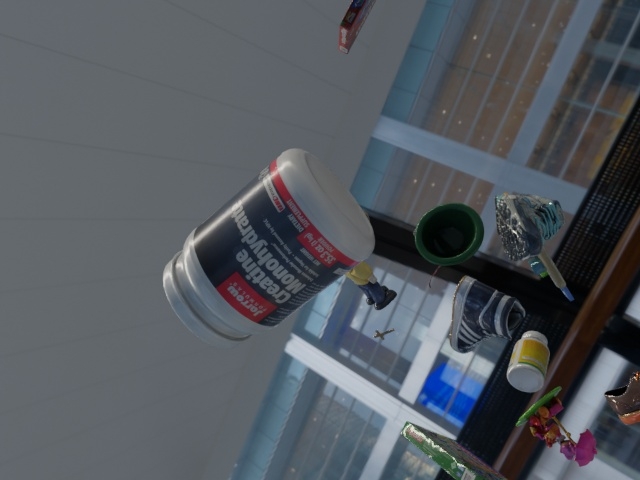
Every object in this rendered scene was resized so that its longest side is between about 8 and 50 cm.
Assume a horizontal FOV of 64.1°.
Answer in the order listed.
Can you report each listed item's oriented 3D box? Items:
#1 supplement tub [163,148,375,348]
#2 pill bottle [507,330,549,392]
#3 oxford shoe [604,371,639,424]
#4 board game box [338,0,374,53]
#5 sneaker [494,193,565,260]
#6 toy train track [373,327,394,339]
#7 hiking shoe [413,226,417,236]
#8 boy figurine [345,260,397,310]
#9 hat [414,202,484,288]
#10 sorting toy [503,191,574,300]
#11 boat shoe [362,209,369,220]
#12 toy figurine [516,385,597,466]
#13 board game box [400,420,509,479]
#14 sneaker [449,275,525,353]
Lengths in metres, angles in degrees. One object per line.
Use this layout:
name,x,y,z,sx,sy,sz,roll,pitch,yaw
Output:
supplement tub,-0.075,0.016,0.752,0.272,0.191,0.191,-39,-21,16
pill bottle,0.719,0.408,1.755,0.208,0.118,0.117,-47,-28,-48
oxford shoe,0.854,0.377,1.309,0.097,0.098,0.271,-21,-25,-45
board game box,0.114,-0.538,1.059,0.281,0.027,0.145,-62,1,3
sneaker,0.407,-0.044,0.982,0.283,0.122,0.110,-53,-47,-68
toy train track,0.222,0.320,1.781,0.083,0.048,0.014,-28,20,32
hiking shoe,0.518,-0.021,2.240,0.227,0.114,0.086,0,-46,-20
boy figurine,0.101,0.071,1.490,0.092,0.177,0.285,-39,-72,-10
hat,0.364,0.009,1.435,0.183,0.209,0.172,32,-138,-60
sorting toy,0.533,0.017,1.307,0.047,0.347,0.196,-33,23,15
boat shoe,0.000,0.000,1.564,0.342,0.123,0.123,-14,-56,-9
toy figurine,0.566,0.460,1.209,0.130,0.159,0.173,-21,-35,-28
board game box,0.394,0.619,1.424,0.214,0.317,0.046,28,-95,-24
sneaker,0.409,0.215,1.259,0.099,0.153,0.282,-49,-36,-30
